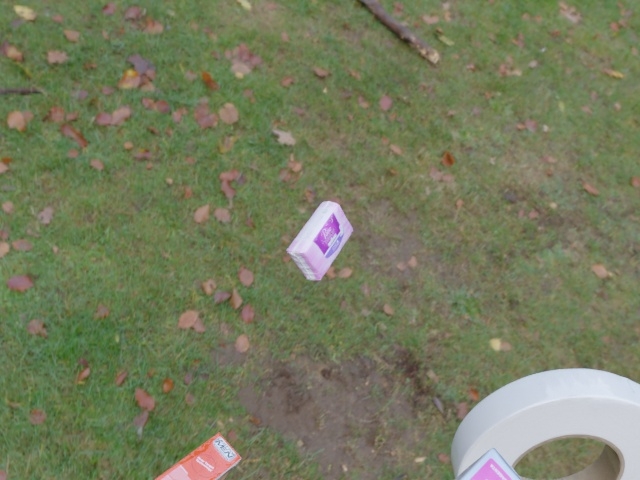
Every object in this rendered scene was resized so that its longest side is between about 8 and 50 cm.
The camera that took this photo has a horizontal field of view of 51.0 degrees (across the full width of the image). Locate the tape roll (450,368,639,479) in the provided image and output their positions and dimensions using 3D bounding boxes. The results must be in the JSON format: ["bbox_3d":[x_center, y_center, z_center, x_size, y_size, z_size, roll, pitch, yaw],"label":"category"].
[{"bbox_3d":[0.435,0.396,1.217,0.391,0.392,0.072,17,31,-11],"label":"tape roll"}]

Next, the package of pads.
[{"bbox_3d":[0.000,0.000,0.776,0.083,0.032,0.050,-55,132,-28],"label":"package of pads"}]

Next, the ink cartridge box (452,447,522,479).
[{"bbox_3d":[0.090,0.381,0.772,0.311,0.186,0.065,-26,64,-36],"label":"ink cartridge box"}]

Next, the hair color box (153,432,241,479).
[{"bbox_3d":[-0.158,0.280,0.742,0.043,0.072,0.141,43,36,15],"label":"hair color box"}]
